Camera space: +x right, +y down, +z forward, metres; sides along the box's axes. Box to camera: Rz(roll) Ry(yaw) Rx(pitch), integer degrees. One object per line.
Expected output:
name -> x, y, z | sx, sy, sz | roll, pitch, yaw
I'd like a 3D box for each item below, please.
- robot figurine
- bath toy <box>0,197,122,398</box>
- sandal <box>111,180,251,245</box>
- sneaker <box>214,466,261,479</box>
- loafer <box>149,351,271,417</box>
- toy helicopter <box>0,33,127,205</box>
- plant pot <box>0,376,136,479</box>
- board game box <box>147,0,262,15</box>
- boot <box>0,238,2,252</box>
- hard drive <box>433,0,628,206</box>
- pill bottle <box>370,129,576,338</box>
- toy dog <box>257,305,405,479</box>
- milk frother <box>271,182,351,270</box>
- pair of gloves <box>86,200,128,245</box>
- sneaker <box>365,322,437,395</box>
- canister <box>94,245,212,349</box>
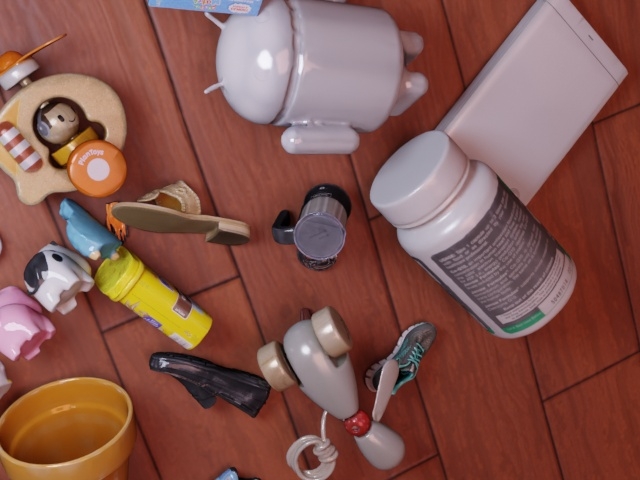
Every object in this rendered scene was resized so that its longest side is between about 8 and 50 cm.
robot figurine -> -0.010, -0.273, 1.427 | 0.353, 0.200, 0.300 | 3, 70, -22
bath toy -> -0.450, 0.104, 1.370 | 0.129, 0.151, 0.348 | 39, 88, 11
sandal -> -0.221, -0.055, 1.470 | 0.240, 0.088, 0.079 | 14, 64, -31
sneaker -> -0.118, 0.459, 1.612 | 0.162, 0.063, 0.073 | 43, 80, -24
loafer -> -0.187, 0.243, 1.530 | 0.223, 0.076, 0.078 | 23, 84, -28
toy helicopter -> -0.458, -0.161, 1.307 | 0.355, 0.140, 0.235 | -12, 103, -18
plant pot -> -0.380, 0.349, 1.420 | 0.205, 0.205, 0.188 | -15, 121, -19
board game box -> -0.185, -0.414, 1.336 | 0.160, 0.211, 0.039 | 0, 141, -22
boot -> -0.576, -0.018, 1.291 | 0.258, 0.123, 0.095 | 23, 92, -25
hard drive -> 0.388, -0.251, 1.679 | 0.233, 0.047, 0.353 | 41, 85, -24
pill bottle -> 0.265, -0.009, 1.593 | 0.361, 0.204, 0.204 | 43, 83, -24
toy dog -> 0.026, 0.241, 1.582 | 0.220, 0.161, 0.334 | -10, 118, 7
milk frother -> 0.000, 0.000, 1.523 | 0.129, 0.135, 0.143 | -24, 109, 17
pair of gloves -> -0.348, -0.020, 1.447 | 0.083, 0.010, 0.074 | -16, 108, -16
sneaker -> 0.160, 0.222, 1.668 | 0.166, 0.076, 0.065 | -47, 114, -7
canister -> -0.262, 0.092, 1.443 | 0.170, 0.126, 0.073 | 40, 84, -26
